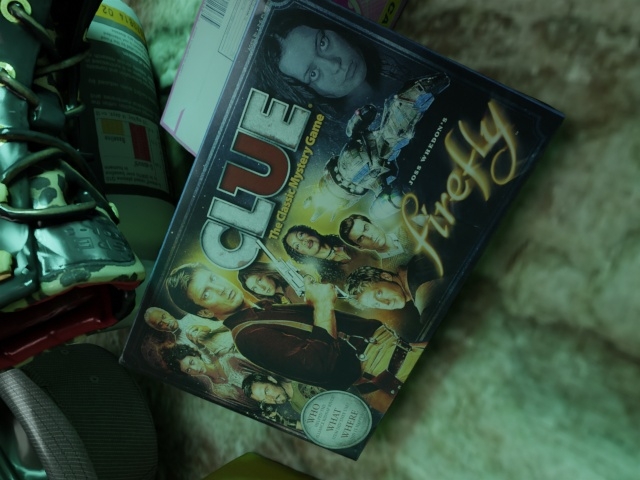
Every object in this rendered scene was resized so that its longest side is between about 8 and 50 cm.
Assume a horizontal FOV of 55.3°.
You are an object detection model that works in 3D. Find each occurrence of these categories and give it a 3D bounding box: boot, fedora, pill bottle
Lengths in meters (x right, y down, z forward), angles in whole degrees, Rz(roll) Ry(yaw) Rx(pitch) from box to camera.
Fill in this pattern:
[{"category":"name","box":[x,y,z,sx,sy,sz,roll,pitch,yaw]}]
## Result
[{"category":"boot","box":[-0.168,-0.096,0.362,0.377,0.138,0.284,-28,74,16]},{"category":"fedora","box":[-0.252,0.175,0.570,0.275,0.124,0.244,19,117,32]},{"category":"pill bottle","box":[-0.214,-0.063,0.531,0.162,0.162,0.278,-23,75,39]}]

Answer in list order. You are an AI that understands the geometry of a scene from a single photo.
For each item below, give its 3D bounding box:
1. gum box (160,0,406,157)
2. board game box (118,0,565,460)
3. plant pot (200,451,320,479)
[{"category":"gum box","box":[-0.015,-0.138,0.391,0.062,0.107,0.188,41,116,34]},{"category":"board game box","box":[0.000,0.000,0.356,0.165,0.042,0.243,24,111,-5]},{"category":"plant pot","box":[-0.050,0.280,0.366,0.212,0.187,0.212,3,91,41]}]
